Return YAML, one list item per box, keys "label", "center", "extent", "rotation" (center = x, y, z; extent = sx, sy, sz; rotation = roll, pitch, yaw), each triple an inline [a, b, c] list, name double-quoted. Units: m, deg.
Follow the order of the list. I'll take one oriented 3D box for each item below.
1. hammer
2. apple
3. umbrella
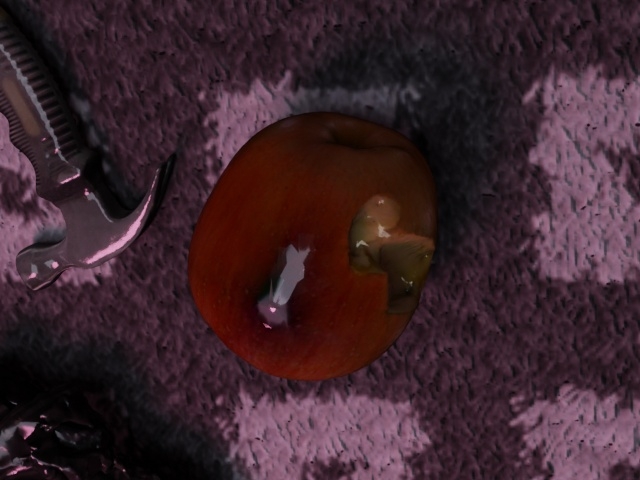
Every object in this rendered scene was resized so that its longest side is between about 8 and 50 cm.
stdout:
- label: "hammer"
  center: [-0.217, -0.086, 0.970]
  extent: [0.159, 0.041, 0.226]
  rotation: [-28, 98, 19]
- label: "apple"
  center: [0.000, 0.000, 0.876]
  extent: [0.199, 0.199, 0.199]
  rotation: [4, 106, 13]
- label: "umbrella"
  center: [-0.176, 0.236, 1.012]
  extent: [0.336, 0.128, 0.154]
  rotation: [41, 109, -3]
